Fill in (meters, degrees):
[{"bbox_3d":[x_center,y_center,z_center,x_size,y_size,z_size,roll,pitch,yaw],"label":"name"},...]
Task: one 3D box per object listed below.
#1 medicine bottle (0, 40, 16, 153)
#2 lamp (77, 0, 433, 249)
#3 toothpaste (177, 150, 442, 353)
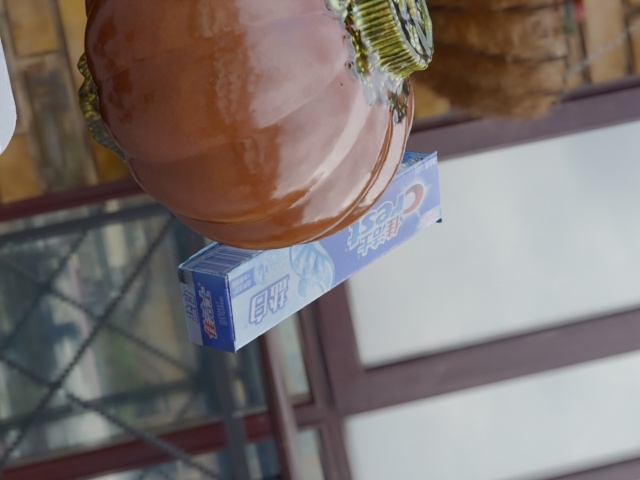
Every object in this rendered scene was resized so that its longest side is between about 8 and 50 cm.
[{"bbox_3d":[-0.333,-0.227,1.178,0.242,0.242,0.395,-110,-174,-47],"label":"medicine bottle"},{"bbox_3d":[-0.039,-0.103,0.902,0.223,0.196,0.223,48,33,-47],"label":"lamp"},{"bbox_3d":[0.000,0.000,1.219,0.053,0.272,0.066,8,-64,36],"label":"toothpaste"}]
